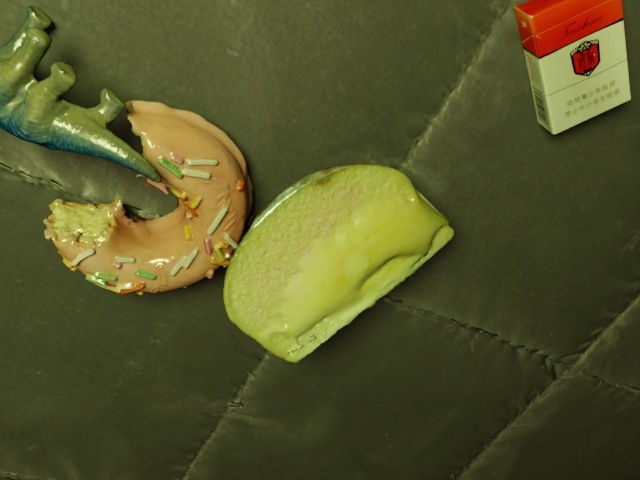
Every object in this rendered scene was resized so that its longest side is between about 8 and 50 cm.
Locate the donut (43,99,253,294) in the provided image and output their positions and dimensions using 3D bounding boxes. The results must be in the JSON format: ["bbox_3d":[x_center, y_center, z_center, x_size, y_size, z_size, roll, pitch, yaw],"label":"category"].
[{"bbox_3d":[-0.175,-0.026,0.674,0.199,0.085,0.233,31,114,-30],"label":"donut"}]

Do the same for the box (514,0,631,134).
[{"bbox_3d":[0.285,-0.208,0.683,0.100,0.048,0.152,-26,123,2],"label":"box"}]

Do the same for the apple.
[{"bbox_3d":[0.000,0.000,0.706,0.265,0.120,0.193,-39,126,-2],"label":"apple"}]

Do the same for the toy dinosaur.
[{"bbox_3d":[-0.284,-0.102,0.575,0.188,0.075,0.247,-41,99,17],"label":"toy dinosaur"}]
